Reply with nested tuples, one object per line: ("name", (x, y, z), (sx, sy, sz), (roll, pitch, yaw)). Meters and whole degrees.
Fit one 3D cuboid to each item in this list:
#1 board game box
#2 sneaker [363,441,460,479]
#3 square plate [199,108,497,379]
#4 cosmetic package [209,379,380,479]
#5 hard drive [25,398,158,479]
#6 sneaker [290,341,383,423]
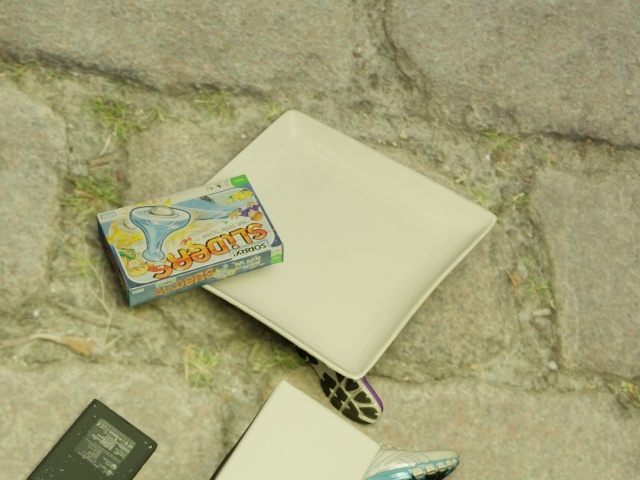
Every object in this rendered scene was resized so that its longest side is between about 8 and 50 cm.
("board game box", (-0.163, -0.002, 1.659), (0.201, 0.035, 0.136), (-17, 51, -17))
("sneaker", (0.081, 0.271, 1.623), (0.191, 0.071, 0.083), (-9, 57, -26))
("square plate", (0.000, 0.000, 1.730), (0.344, 0.049, 0.347), (30, 52, 19))
("cosmetic package", (-0.072, 0.310, 1.439), (0.138, 0.224, 0.224), (33, 54, 2))
("hard drive", (-0.263, 0.259, 1.523), (0.094, 0.022, 0.135), (36, 53, 3))
("sneaker", (0.032, 0.153, 1.681), (0.071, 0.068, 0.170), (-21, 68, -37))
